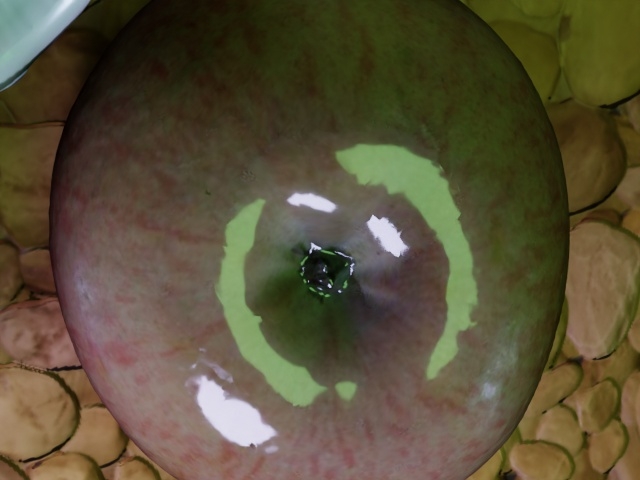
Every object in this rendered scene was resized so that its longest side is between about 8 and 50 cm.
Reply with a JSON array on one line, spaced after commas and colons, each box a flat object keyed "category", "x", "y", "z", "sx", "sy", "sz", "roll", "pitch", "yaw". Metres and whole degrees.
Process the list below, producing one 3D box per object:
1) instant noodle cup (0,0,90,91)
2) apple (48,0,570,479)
[{"category": "instant noodle cup", "x": -0.261, "y": -0.202, "z": 0.940, "sx": 0.340, "sy": 0.340, "sz": 0.266, "roll": -30, "pitch": 74, "yaw": -17}, {"category": "apple", "x": 0.000, "y": 0.000, "z": 1.173, "sx": 0.344, "sy": 0.269, "sz": 0.345, "roll": -4, "pitch": 101, "yaw": -22}]
